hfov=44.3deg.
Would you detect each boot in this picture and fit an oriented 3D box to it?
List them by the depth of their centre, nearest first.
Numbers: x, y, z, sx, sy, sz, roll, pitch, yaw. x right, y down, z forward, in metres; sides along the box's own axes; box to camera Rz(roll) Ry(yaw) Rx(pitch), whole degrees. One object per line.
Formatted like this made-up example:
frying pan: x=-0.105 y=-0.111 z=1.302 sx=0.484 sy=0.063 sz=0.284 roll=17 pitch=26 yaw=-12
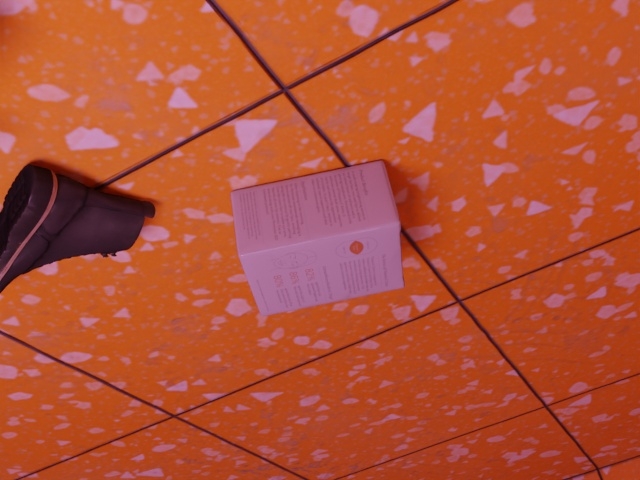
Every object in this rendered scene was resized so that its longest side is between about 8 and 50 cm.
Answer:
boot: x=-0.278 y=0.013 z=0.830 sx=0.137 sy=0.076 sz=0.198 roll=15 pitch=138 yaw=-39

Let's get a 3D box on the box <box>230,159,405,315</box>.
box: x=0.000 y=0.000 z=0.869 sx=0.171 sy=0.091 sz=0.130 roll=-11 pitch=144 yaw=0
